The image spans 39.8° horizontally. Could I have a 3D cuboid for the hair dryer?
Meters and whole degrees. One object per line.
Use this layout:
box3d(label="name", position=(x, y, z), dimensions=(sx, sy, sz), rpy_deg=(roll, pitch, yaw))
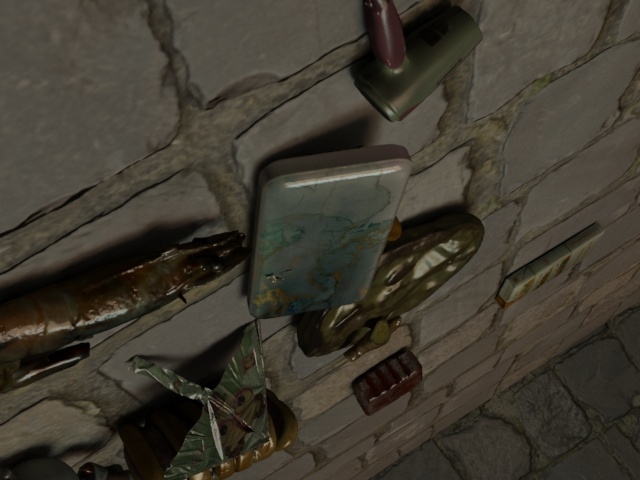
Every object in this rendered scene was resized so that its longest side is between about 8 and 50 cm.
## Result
box3d(label="hair dryer", position=(0.063, -0.161, 0.682), dimensions=(0.106, 0.054, 0.154), rpy_deg=(-42, 154, 6))

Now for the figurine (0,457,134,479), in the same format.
box3d(label="figurine", position=(-0.306, 0.308, 1.052), dimensions=(0.147, 0.093, 0.197), rpy_deg=(4, 168, 36))

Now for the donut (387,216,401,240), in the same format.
box3d(label="donut", position=(0.058, -0.008, 1.009), dimensions=(0.067, 0.038, 0.083), rpy_deg=(-45, 155, 19))

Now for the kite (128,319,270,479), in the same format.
box3d(label="kite", position=(-0.133, 0.187, 1.049), dimensions=(0.250, 0.012, 0.229), rpy_deg=(43, 67, -43))

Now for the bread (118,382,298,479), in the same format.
box3d(label="bread", position=(-0.147, 0.249, 1.145), dimensions=(0.225, 0.134, 0.081), rpy_deg=(-20, 129, -36))

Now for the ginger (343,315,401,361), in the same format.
box3d(label="ginger", position=(0.076, 0.137, 1.223), dimensions=(0.097, 0.030, 0.048), rpy_deg=(-35, 163, -6))

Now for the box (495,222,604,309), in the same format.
box3d(label="box", position=(0.444, 0.052, 1.715), dimensions=(0.220, 0.032, 0.122), rpy_deg=(-30, 159, -13))

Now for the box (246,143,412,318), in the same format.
box3d(label="box", position=(0.000, 0.000, 0.897), dimensions=(0.142, 0.044, 0.285), rpy_deg=(-11, 151, -13))

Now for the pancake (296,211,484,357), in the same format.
box3d(label="pancake", position=(0.089, 0.063, 1.192), dimensions=(0.294, 0.049, 0.294), rpy_deg=(-31, 159, -13))

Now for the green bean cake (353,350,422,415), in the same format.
box3d(label="green bean cake", position=(0.128, 0.272, 1.687), dimensions=(0.136, 0.056, 0.135), rpy_deg=(-31, 160, -8))

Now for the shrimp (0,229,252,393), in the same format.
box3d(label="shrimp", position=(-0.202, 0.072, 0.788), dimensions=(0.296, 0.058, 0.169), rpy_deg=(-20, 162, -24))
